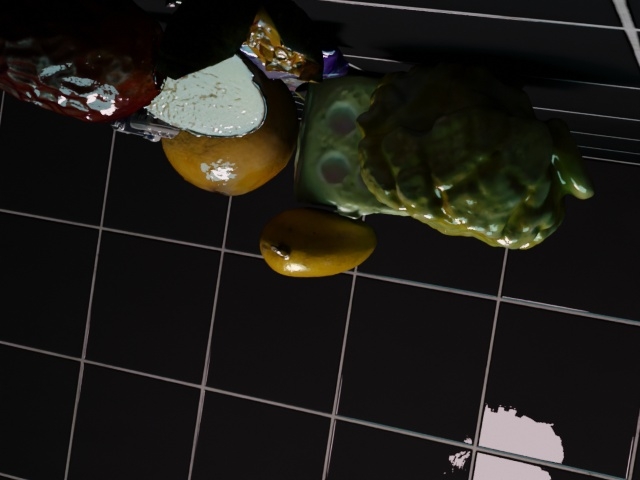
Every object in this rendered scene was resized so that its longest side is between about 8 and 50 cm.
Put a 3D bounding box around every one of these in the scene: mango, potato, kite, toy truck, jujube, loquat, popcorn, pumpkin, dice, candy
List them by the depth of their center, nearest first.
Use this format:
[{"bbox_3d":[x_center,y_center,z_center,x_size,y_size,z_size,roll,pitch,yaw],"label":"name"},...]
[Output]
[{"bbox_3d":[-0.080,-0.223,1.196,0.183,0.108,0.119,-2,-165,-29],"label":"pumpkin"},{"bbox_3d":[-0.309,-0.235,1.393,0.243,0.183,0.183,9,-177,12],"label":"jujube"},{"bbox_3d":[-0.037,-0.255,1.551,0.145,0.070,0.275,4,-178,4],"label":"candy"},{"bbox_3d":[0.219,-0.109,1.647,0.293,0.292,0.334,-25,-151,7],"label":"popcorn"},{"bbox_3d":[-0.169,-0.255,1.678,0.202,0.182,0.117,10,-135,2],"label":"potato"},{"bbox_3d":[-0.300,-0.264,1.975,0.213,0.177,0.161,12,-176,40],"label":"toy truck"},{"bbox_3d":[0.088,-0.173,2.081,0.252,0.254,0.250,8,-174,-5],"label":"dice"},{"bbox_3d":[0.000,0.000,2.082,0.176,0.119,0.317,14,-168,36],"label":"mango"},{"bbox_3d":[-0.171,-0.217,2.122,0.263,0.263,0.263,9,-177,0],"label":"loquat"},{"bbox_3d":[-0.108,-0.342,2.477,0.204,0.022,0.360,8,179,-13],"label":"kite"}]

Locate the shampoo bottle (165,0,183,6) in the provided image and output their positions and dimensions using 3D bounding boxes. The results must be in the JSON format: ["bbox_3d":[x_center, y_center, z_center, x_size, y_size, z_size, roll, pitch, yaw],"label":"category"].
[{"bbox_3d":[-0.117,-0.277,1.347,0.137,0.027,0.048,8,-168,-18],"label":"shampoo bottle"}]

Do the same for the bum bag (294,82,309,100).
[{"bbox_3d":[0.062,-0.284,2.262,0.232,0.060,0.106,6,175,-14],"label":"bum bag"}]
